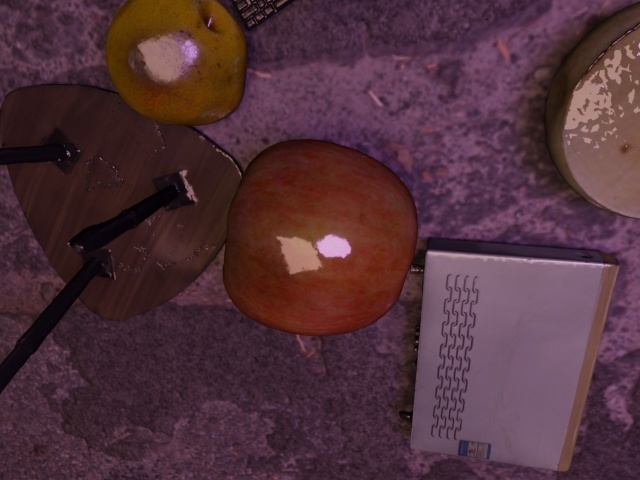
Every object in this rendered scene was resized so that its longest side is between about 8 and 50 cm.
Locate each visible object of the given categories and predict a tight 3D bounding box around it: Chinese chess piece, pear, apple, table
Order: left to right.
[{"bbox_3d":[-0.293,-0.014,0.524,0.317,0.249,0.317,5,113,11],"label":"table"},{"bbox_3d":[-0.146,-0.175,0.507,0.141,0.104,0.141,7,116,14],"label":"pear"},{"bbox_3d":[0.000,0.000,0.494,0.174,0.188,0.188,14,114,1],"label":"apple"},{"bbox_3d":[0.293,-0.110,0.441,0.188,0.083,0.188,5,115,10],"label":"Chinese chess piece"}]

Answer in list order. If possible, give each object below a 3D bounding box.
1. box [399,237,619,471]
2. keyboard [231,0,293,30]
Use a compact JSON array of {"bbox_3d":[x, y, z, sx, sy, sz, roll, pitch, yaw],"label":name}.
[{"bbox_3d":[0.198,0.131,0.579,0.211,0.045,0.270,3,113,12],"label":"box"},{"bbox_3d":[-0.001,-0.277,0.477,0.204,0.013,0.061,-25,104,21],"label":"keyboard"}]
